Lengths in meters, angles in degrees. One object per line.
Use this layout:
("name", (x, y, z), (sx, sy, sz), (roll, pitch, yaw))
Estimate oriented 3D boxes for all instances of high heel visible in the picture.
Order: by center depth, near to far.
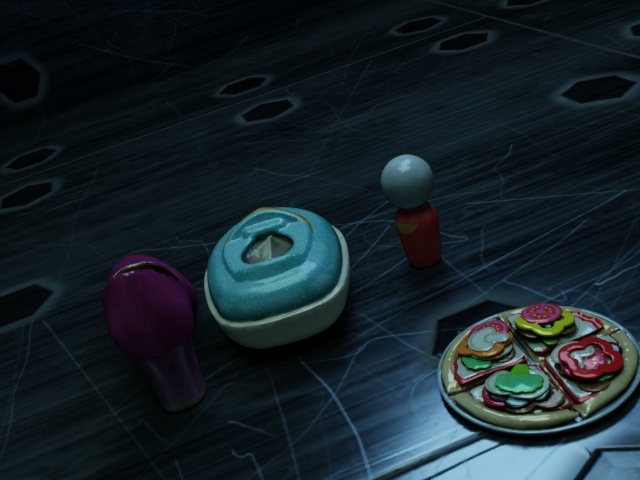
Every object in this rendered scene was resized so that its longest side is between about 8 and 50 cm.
("high heel", (-0.228, 0.048, 1.016), (0.127, 0.181, 0.377), (-25, 28, -16))

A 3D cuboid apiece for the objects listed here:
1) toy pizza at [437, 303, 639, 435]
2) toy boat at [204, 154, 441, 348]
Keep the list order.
("toy pizza", (0.215, 0.117, 0.800), (0.201, 0.032, 0.201), (-13, 27, 7))
("toy boat", (0.000, 0.000, 1.016), (0.318, 0.148, 0.267), (-18, 26, -3))
